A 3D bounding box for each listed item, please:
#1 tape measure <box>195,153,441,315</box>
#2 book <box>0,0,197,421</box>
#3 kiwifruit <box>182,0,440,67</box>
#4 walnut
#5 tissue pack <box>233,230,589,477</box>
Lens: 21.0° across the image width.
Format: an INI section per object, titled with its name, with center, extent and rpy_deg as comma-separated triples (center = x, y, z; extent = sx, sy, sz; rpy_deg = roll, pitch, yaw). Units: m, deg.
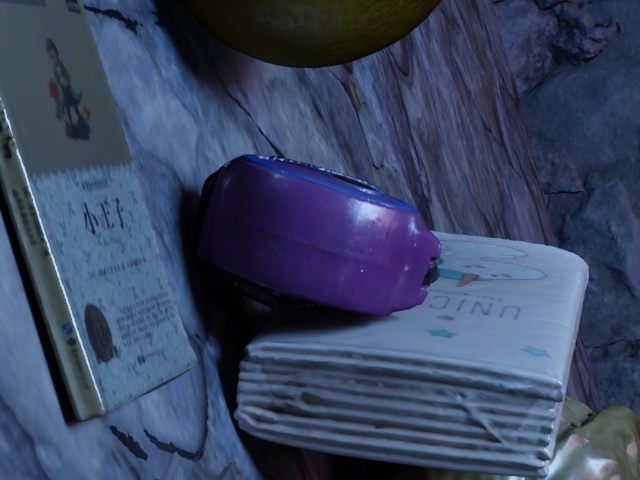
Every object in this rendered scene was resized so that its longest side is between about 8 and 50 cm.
[tape measure]
center = 0.000, 0.000, 0.920
extent = 0.125, 0.118, 0.074
rpy_deg = 11, 97, -39
[book]
center = -0.107, -0.025, 0.757
extent = 0.138, 0.016, 0.198
rpy_deg = -18, 90, -77
[kiwifruit]
center = 0.000, -0.203, 1.037
extent = 0.234, 0.196, 0.196
rpy_deg = -63, 134, -77
[walnut]
center = 0.132, 0.183, 1.097
extent = 0.245, 0.198, 0.198
rpy_deg = 10, 64, -72
[tissue pack]
center = 0.068, 0.057, 1.028
extent = 0.325, 0.170, 0.071
rpy_deg = -47, 144, -75
